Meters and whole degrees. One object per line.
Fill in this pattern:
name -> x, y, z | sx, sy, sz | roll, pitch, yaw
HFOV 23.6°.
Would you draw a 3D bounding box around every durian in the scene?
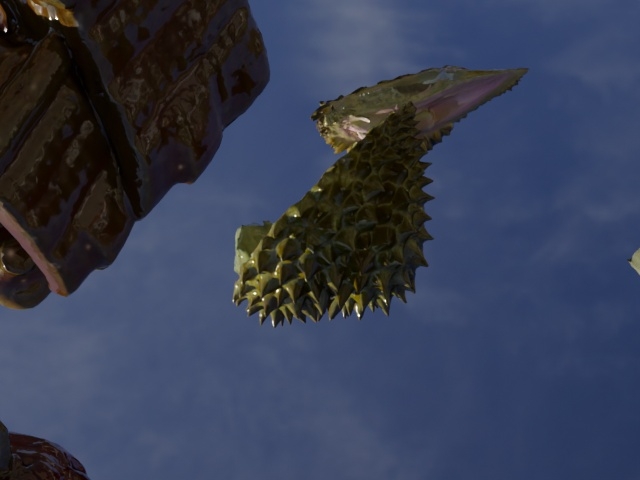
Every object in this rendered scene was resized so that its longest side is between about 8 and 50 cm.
durian -> 0.105, -0.126, 1.529 | 0.224, 0.078, 0.140 | -10, -169, 24
durian -> 0.000, 0.000, 1.511 | 0.172, 0.306, 0.166 | 4, -120, -17

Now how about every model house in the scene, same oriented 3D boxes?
model house -> -0.138, -0.107, 0.793 | 0.199, 0.229, 0.219 | -42, -93, -20

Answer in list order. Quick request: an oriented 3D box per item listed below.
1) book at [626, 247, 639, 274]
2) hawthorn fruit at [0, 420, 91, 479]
book -> 0.289, 0.088, 0.775 | 0.282, 0.025, 0.215 | 7, -140, -51
hawthorn fruit -> -0.226, 0.222, 1.105 | 0.189, 0.251, 0.189 | 11, -139, -10
